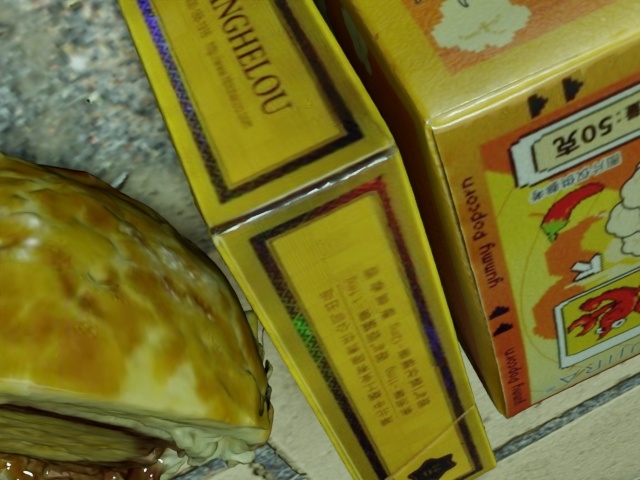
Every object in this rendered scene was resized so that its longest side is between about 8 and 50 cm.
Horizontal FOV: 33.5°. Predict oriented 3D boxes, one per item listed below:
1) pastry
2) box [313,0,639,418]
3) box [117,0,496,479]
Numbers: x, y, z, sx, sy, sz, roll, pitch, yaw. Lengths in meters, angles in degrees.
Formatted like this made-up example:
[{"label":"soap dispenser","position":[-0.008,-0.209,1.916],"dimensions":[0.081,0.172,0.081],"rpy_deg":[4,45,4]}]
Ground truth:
[{"label":"pastry","position":[-0.152,0.035,0.533],"dimensions":[0.256,0.170,0.236],"rpy_deg":[26,147,-31]},{"label":"box","position":[0.162,-0.092,0.538],"dimensions":[0.283,0.214,0.260],"rpy_deg":[-26,144,-1]},{"label":"box","position":[0.000,0.000,0.564],"dimensions":[0.084,0.193,0.301],"rpy_deg":[-24,142,0]}]
